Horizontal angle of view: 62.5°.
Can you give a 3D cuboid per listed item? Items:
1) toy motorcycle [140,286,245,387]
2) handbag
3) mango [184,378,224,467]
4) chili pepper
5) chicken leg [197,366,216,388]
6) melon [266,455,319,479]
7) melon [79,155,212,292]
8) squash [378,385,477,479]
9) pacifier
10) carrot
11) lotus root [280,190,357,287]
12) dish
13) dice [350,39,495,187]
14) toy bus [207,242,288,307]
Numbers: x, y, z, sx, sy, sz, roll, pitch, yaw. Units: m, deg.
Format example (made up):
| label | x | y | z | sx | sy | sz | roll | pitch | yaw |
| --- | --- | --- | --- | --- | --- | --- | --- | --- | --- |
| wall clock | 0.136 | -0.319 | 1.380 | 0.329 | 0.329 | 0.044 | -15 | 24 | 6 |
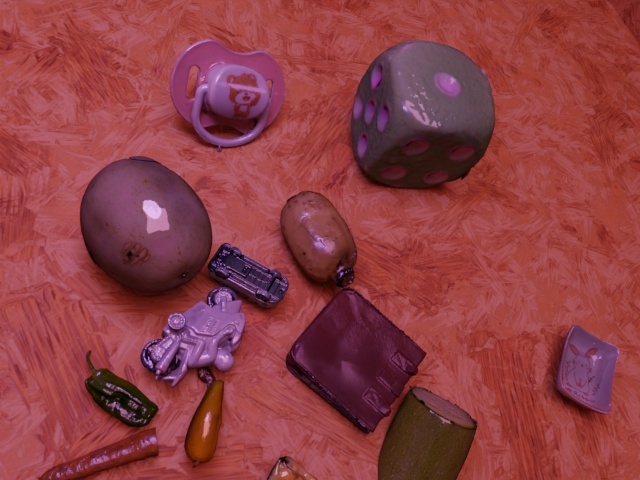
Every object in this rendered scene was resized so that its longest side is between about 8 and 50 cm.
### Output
| label | x | y | z | sx | sy | sz | roll | pitch | yaw |
| --- | --- | --- | --- | --- | --- | --- | --- | --- | --- |
| toy motorcycle | -0.256 | 0.222 | 1.169 | 0.171 | 0.110 | 0.260 | 44 | 55 | 7 |
| handbag | 0.085 | 0.280 | 1.264 | 0.276 | 0.084 | 0.260 | 39 | 57 | 5 |
| mango | -0.235 | 0.375 | 1.094 | 0.066 | 0.101 | 0.187 | 17 | 57 | -8 |
| chili pepper | -0.432 | 0.311 | 1.089 | 0.204 | 0.073 | 0.072 | 35 | 71 | 5 |
| chicken leg | -0.250 | 0.310 | 1.174 | 0.036 | 0.021 | 0.083 | -12 | 67 | -34 |
| melon | -0.056 | 0.533 | 1.088 | 0.160 | 0.079 | 0.128 | 44 | 76 | 8 |
| melon | -0.392 | -0.037 | 1.175 | 0.269 | 0.268 | 0.330 | -30 | 66 | -29 |
| squash | 0.231 | 0.497 | 1.227 | 0.189 | 0.189 | 0.260 | 24 | 93 | -4 |
| pacifier | -0.257 | -0.422 | 1.460 | 0.332 | 0.220 | 0.272 | 0 | 62 | -33 |
| carrot | -0.429 | 0.430 | 1.030 | 0.224 | 0.057 | 0.057 | -13 | 67 | -23 |
| lotus root | 0.000 | 0.000 | 1.357 | 0.160 | 0.146 | 0.284 | -28 | 64 | -9 |
| dish | 0.711 | 0.354 | 1.433 | 0.151 | 0.077 | 0.212 | 29 | 57 | 1 |
| dice | 0.285 | -0.353 | 1.539 | 0.323 | 0.330 | 0.318 | 4 | 66 | -17 |
| toy bus | -0.175 | 0.093 | 1.277 | 0.194 | 0.089 | 0.087 | 29 | 56 | -1 |
